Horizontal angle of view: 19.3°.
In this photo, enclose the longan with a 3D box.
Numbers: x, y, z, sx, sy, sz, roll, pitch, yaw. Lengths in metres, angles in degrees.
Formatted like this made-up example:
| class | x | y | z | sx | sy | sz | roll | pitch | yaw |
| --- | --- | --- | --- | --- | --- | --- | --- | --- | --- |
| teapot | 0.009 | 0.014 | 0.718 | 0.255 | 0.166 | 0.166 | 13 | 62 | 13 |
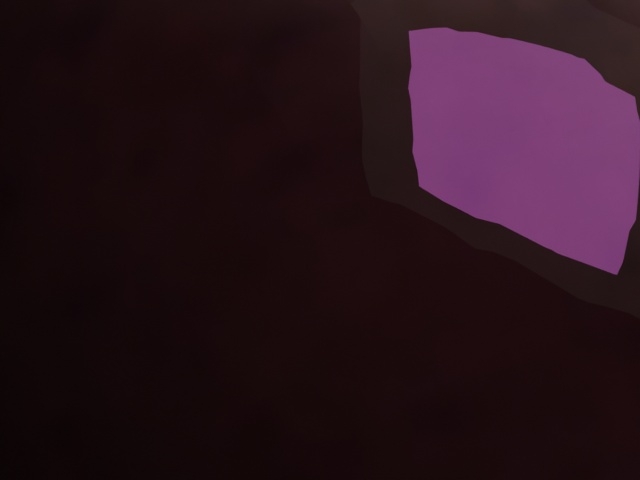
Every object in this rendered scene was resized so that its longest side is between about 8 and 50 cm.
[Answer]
| class | x | y | z | sx | sy | sz | roll | pitch | yaw |
| --- | --- | --- | --- | --- | --- | --- | --- | --- | --- |
| longan | 0.035 | 0.038 | 0.600 | 0.361 | 0.361 | 0.361 | 10 | 53 | -14 |
